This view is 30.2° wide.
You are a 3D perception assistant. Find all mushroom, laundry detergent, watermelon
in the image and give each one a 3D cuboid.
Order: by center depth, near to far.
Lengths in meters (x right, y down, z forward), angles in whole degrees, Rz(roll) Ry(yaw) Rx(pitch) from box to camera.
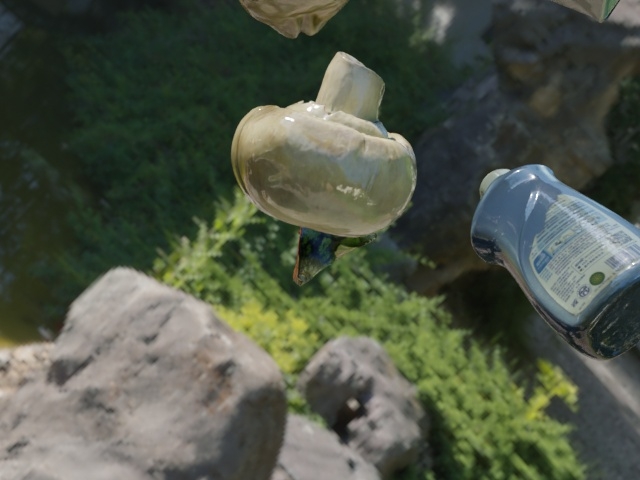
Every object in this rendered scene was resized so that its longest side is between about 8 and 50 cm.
[{"bbox_3d":[0.178,0.001,0.901,0.061,0.097,0.206,39,8,-38],"label":"laundry detergent"},{"bbox_3d":[0.009,-0.129,1.542,0.260,0.234,0.254,16,6,22],"label":"mushroom"},{"bbox_3d":[0.027,-0.005,1.932,0.128,0.159,0.303,8,1,0],"label":"watermelon"}]

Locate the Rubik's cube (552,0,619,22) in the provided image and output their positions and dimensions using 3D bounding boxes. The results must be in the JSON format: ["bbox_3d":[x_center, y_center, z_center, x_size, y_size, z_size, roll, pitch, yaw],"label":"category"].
[{"bbox_3d":[0.381,-0.504,1.741,0.221,0.225,0.231,28,-24,21],"label":"Rubik's cube"}]

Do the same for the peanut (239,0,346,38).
[{"bbox_3d":[-0.021,-0.270,0.892,0.130,0.130,0.290,53,-22,30],"label":"peanut"}]
